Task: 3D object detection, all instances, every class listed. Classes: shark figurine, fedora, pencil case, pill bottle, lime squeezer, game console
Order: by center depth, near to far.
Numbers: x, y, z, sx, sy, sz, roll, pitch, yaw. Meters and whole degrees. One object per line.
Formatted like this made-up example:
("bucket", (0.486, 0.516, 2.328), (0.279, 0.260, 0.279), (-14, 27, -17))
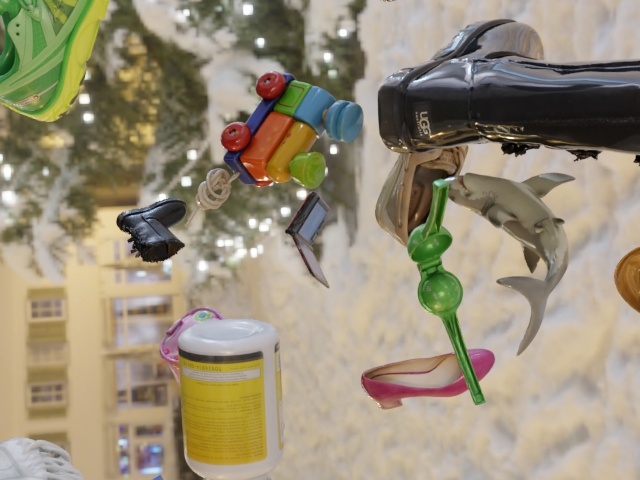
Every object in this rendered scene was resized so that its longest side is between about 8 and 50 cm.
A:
("pill bottle", (-0.089, 0.179, 1.071), (0.103, 0.103, 0.184), (-133, 41, -77))
("lime squeezer", (0.153, 0.047, 1.260), (0.110, 0.059, 0.310), (29, 140, 51))
("fedora", (0.449, 0.080, 1.303), (0.194, 0.194, 0.079), (102, -170, -60))
("shark figurine", (0.263, 0.014, 1.319), (0.278, 0.166, 0.116), (-108, 11, -50))
("pencil case", (-0.156, 0.236, 1.698), (0.124, 0.124, 0.284), (-102, -8, -46))
("game console", (0.000, 0.000, 1.790), (0.124, 0.085, 0.144), (-58, -16, -4))

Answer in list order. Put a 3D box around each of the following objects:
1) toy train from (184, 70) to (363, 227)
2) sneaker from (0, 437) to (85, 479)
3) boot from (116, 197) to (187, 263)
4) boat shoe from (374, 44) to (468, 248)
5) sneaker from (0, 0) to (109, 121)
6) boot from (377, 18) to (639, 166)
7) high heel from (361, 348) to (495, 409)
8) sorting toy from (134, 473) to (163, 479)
("toy train", (-0.057, -0.097, 1.369), (0.248, 0.143, 0.105), (-58, -38, -17))
("sneaker", (-0.222, 0.202, 0.800), (0.292, 0.110, 0.118), (-20, 42, 48))
("boot", (-0.231, -0.015, 1.548), (0.099, 0.121, 0.045), (42, 135, 41))
("boat shoe", (0.195, -0.149, 1.733), (0.110, 0.121, 0.341), (50, 128, 57))
("sneaker", (-0.284, -0.263, 1.092), (0.296, 0.123, 0.109), (-69, 27, 22))
("boot", (0.350, -0.194, 1.309), (0.445, 0.367, 0.146), (2, 118, 39))
("high heel", (0.195, 0.235, 1.926), (0.117, 0.244, 0.082), (60, -163, -52))
("sorting toy", (-0.385, 0.418, 1.584), (0.347, 0.196, 0.047), (-33, 84, 36))
